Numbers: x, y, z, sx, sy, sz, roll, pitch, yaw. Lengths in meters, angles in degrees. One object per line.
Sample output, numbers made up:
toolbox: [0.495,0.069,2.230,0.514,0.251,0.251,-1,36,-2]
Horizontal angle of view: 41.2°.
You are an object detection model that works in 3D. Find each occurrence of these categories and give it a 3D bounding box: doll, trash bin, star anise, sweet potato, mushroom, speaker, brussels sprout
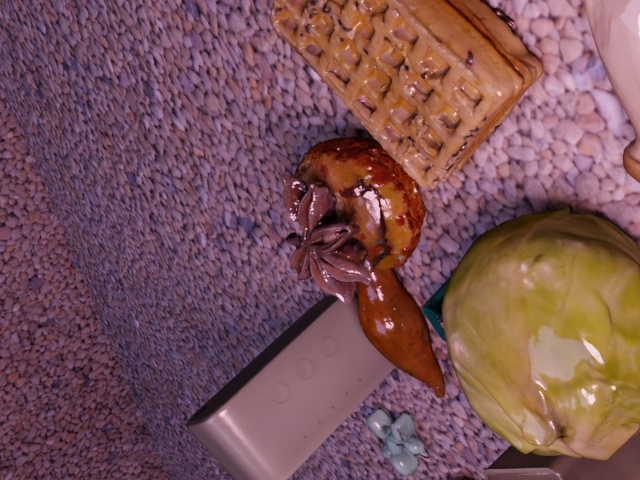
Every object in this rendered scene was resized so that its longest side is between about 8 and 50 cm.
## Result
doll: [0.166,0.435,1.836,0.159,0.059,0.158,-18,105,57]
trash bin: [0.383,0.302,1.228,0.122,0.240,0.164,55,151,-2]
star anise: [0.011,0.004,1.299,0.197,0.073,0.212,38,143,33]
sweet potato: [0.130,0.147,1.554,0.112,0.112,0.359,-13,113,57]
mushroom: [0.349,-0.206,0.889,0.128,0.128,0.350,16,137,47]
speaker: [-0.045,0.288,1.646,0.184,0.406,0.183,51,150,-3]
brussels sprout: [0.311,0.112,1.109,0.328,0.247,0.328,28,129,42]

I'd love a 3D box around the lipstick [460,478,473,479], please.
lipstick: [0.264,0.569,1.814,0.081,0.081,0.300,45,149,16]

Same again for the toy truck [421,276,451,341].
toy truck: [0.282,0.145,1.343,0.253,0.114,0.124,31,156,33]

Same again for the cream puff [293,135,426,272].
cream puff: [0.070,-0.061,1.377,0.240,0.164,0.240,35,135,46]

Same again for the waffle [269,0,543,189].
waffle: [0.099,-0.274,1.174,0.376,0.114,0.261,48,151,10]
